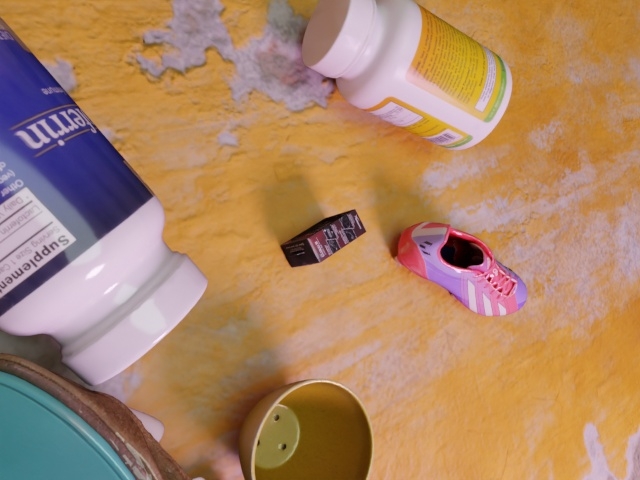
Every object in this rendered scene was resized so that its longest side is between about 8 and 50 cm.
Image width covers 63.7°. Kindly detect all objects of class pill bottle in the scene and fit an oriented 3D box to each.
[{"bbox_3d":[0.106,-0.214,0.640,0.246,0.136,0.136,16,74,-30],"label":"pill bottle"},{"bbox_3d":[-0.219,-0.025,0.390,0.153,0.153,0.264,-47,109,-29],"label":"pill bottle"}]

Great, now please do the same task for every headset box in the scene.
[{"bbox_3d":[0.000,0.000,0.582,0.083,0.062,0.032,-31,99,-32],"label":"headset box"}]

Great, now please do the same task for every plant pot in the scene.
[{"bbox_3d":[-0.029,0.202,0.513,0.134,0.095,0.134,6,79,-33],"label":"plant pot"}]

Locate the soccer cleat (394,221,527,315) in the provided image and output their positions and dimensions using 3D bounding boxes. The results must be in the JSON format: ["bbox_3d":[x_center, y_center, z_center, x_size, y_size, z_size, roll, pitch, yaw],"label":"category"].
[{"bbox_3d":[0.211,0.043,0.694,0.248,0.095,0.082,27,69,-27],"label":"soccer cleat"}]

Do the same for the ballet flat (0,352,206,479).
[{"bbox_3d":[-0.125,0.207,0.391,0.342,0.124,0.116,43,97,-2],"label":"ballet flat"}]
